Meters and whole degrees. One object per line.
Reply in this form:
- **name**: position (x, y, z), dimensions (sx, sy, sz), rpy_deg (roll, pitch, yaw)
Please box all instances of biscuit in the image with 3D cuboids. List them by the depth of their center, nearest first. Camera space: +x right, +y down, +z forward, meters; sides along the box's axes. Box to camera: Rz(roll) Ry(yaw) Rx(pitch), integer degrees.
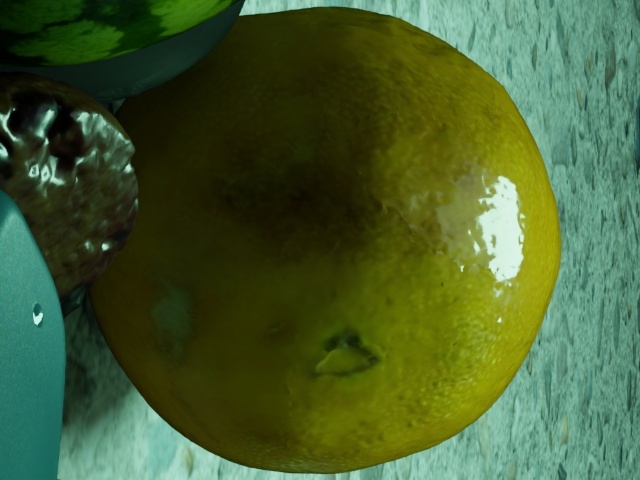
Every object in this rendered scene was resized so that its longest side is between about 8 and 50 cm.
- **biscuit**: position (-0.152, 0.016, 0.735), dimensions (0.049, 0.192, 0.192), rpy_deg (50, 3, 25)

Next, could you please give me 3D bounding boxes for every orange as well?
- **orange**: position (0.000, 0.000, 1.015), dimensions (0.261, 0.261, 0.261), rpy_deg (0, 90, -71)

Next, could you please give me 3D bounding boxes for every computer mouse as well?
- **computer mouse**: position (-0.092, -0.126, 0.909), dimensions (0.088, 0.147, 0.264), rpy_deg (54, 34, -24)

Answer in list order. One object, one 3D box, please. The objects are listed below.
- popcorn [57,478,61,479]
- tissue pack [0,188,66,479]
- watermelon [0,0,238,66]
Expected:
- **popcorn**: position (-0.096, 0.210, 0.812), dimensions (0.169, 0.218, 0.189), rpy_deg (39, 64, -34)
- **tissue pack**: position (-0.210, 0.018, 0.513), dimensions (0.287, 0.206, 0.198), rpy_deg (66, 21, -52)
- **watermelon**: position (-0.101, -0.206, 0.687), dimensions (0.285, 0.285, 0.285), rpy_deg (0, 90, -71)
